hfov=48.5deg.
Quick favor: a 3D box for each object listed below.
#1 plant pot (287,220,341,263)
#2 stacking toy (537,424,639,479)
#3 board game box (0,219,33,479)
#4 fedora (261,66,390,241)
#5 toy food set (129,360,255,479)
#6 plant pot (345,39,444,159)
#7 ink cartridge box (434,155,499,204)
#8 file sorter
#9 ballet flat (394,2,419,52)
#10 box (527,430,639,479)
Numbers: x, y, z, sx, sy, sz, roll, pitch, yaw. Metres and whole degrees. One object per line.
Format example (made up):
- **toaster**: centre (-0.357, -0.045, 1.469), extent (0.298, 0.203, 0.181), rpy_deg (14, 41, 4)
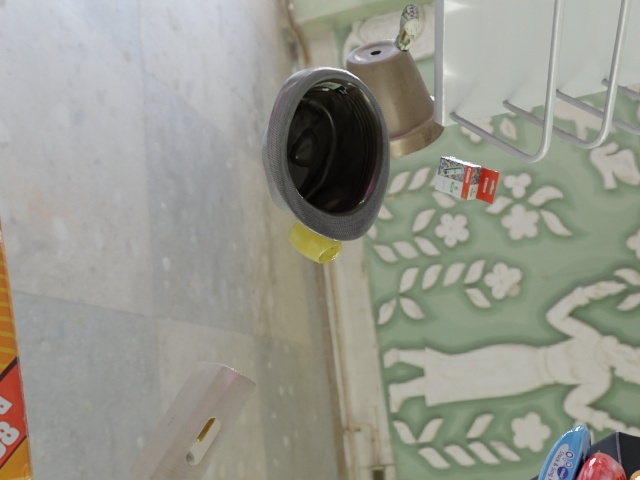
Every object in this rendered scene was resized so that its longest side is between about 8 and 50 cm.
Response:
- **plant pot**: centre (0.000, 0.000, 1.761), extent (0.095, 0.134, 0.134), rpy_deg (55, 2, 27)
- **stacking toy**: centre (0.346, 0.302, 0.637), extent (0.175, 0.302, 0.165), rpy_deg (-46, 136, -43)
- **board game box**: centre (-0.434, 0.095, 0.560), extent (0.356, 0.357, 0.356), rpy_deg (122, -46, -55)
- **fedora**: centre (-0.010, -0.132, 1.115), extent (0.244, 0.124, 0.275), rpy_deg (17, 75, -37)
- **toy food set**: centre (-0.203, 0.315, 1.155), extent (0.219, 0.092, 0.306), rpy_deg (-58, -168, -18)
- **plant pot**: centre (0.160, -0.357, 1.748), extent (0.263, 0.263, 0.229), rpy_deg (-80, 158, -52)
- **ink cartridge box**: centre (0.262, -0.108, 1.279), extent (0.029, 0.115, 0.062), rpy_deg (-8, 114, -40)
- **file sorter**: centre (0.270, -0.202, 0.662), extent (0.173, 0.278, 0.192), rpy_deg (-131, -149, -54)
- **ballet flat**: centre (0.169, -0.399, 1.352), extent (0.114, 0.041, 0.041), rpy_deg (104, -15, -64)
- **box**: centre (0.596, 0.619, 1.470), extent (0.395, 0.212, 0.293), rpy_deg (120, -15, -51)
